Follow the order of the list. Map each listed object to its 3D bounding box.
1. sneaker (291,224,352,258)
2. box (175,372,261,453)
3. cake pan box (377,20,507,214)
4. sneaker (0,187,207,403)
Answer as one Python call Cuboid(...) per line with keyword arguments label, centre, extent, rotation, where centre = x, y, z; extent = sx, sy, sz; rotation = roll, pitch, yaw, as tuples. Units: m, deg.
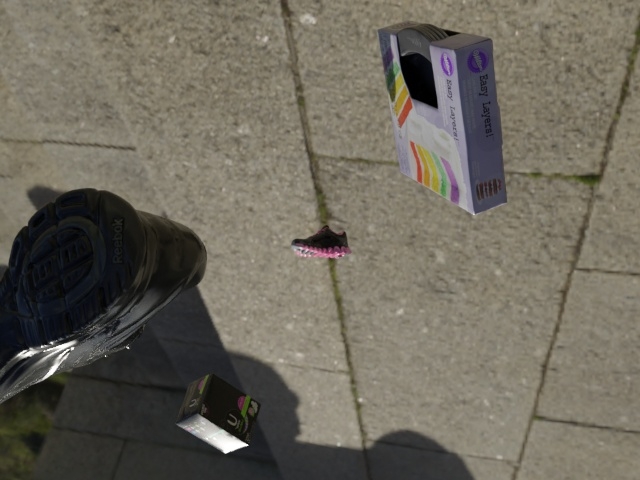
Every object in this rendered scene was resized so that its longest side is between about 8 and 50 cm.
Cuboid(label="sneaker", centre=(0.000, 0.000, 1.383), extent=(0.119, 0.057, 0.047), rotation=(5, 165, -32))
Cuboid(label="box", centre=(-0.127, 0.217, 0.975), extent=(0.083, 0.062, 0.052), rotation=(39, 133, -23))
Cuboid(label="cake pan box", centre=(0.184, -0.200, 1.195), extent=(0.070, 0.246, 0.266), rotation=(-21, 118, -17))
Cuboid(label="sneaker", centre=(-0.202, 0.064, 0.566), extent=(0.286, 0.109, 0.130), rotation=(-25, 164, 24))
